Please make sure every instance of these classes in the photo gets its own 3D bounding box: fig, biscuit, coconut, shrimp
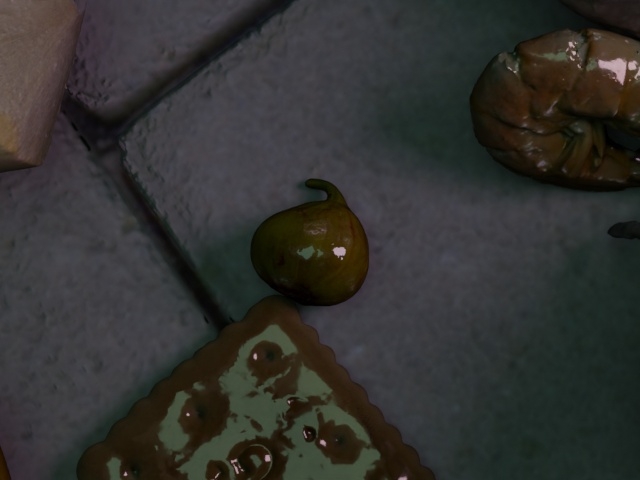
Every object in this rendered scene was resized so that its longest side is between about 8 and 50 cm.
[{"bbox_3d":[0.000,0.000,1.299,0.084,0.082,0.098,9,64,45],"label":"fig"},{"bbox_3d":[-0.010,0.220,1.284,0.217,0.044,0.325,-39,78,1],"label":"biscuit"},{"bbox_3d":[-0.290,-0.158,1.286,0.244,0.239,0.239,-11,81,7],"label":"coconut"},{"bbox_3d":[0.235,-0.080,1.254,0.267,0.145,0.061,5,45,-13],"label":"shrimp"}]

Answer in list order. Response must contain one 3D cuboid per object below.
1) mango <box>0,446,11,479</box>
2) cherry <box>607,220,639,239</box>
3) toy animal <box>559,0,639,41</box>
[{"bbox_3d":[-0.319,0.230,1.269,0.211,0.173,0.317,-11,87,8],"label":"mango"},{"bbox_3d":[0.378,0.060,1.134,0.334,0.291,0.326,4,77,-7],"label":"cherry"},{"bbox_3d":[0.268,-0.244,1.223,0.358,0.188,0.227,19,93,-1],"label":"toy animal"}]
